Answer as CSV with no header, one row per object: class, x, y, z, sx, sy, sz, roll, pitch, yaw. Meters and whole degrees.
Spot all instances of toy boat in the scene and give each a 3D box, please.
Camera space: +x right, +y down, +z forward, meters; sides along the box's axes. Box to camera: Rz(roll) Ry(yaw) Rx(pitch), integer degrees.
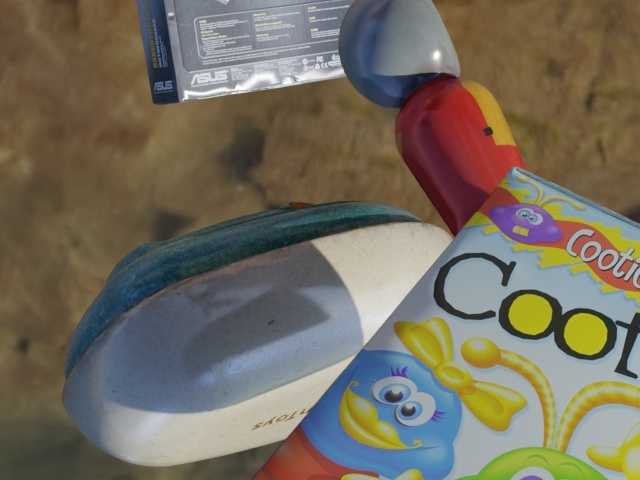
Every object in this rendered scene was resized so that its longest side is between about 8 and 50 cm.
toy boat,0.000,0.000,0.910,0.267,0.148,0.318,-9,153,-40

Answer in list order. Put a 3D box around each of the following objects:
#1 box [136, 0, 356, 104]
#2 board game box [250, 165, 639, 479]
box,-0.055,-0.229,1.472,0.231,0.056,0.183,-13,97,-31
board game box,0.070,0.116,0.683,0.142,0.275,0.144,27,134,17
